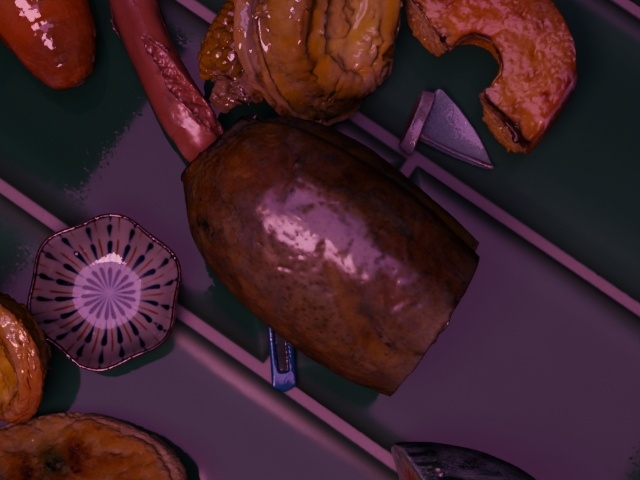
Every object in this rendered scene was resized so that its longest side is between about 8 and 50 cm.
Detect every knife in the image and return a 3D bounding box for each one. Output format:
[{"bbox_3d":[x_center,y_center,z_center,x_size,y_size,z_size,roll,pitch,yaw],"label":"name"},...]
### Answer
[{"bbox_3d":[-0.053,0.039,1.457,0.044,0.026,0.297,-3,80,-14],"label":"knife"}]

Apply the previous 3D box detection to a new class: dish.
[{"bbox_3d":[-0.259,0.065,1.425,0.190,0.066,0.191,1,81,-4],"label":"dish"}]

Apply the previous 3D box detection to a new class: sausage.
[{"bbox_3d":[-0.200,-0.225,1.472,0.078,0.078,0.304,-24,82,-6],"label":"sausage"}]

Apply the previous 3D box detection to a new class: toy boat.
[{"bbox_3d":[0.170,-0.134,1.497,0.122,0.034,0.096,23,80,-7],"label":"toy boat"}]

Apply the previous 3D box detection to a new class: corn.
[{"bbox_3d":[-0.049,-0.301,1.470,0.119,0.119,0.322,32,80,3],"label":"corn"}]

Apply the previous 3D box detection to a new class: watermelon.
[{"bbox_3d":[0.160,0.344,1.339,0.289,0.319,0.214,36,108,34],"label":"watermelon"}]

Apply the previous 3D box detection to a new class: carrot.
[{"bbox_3d":[-0.349,-0.294,1.457,0.159,0.159,0.225,-27,95,-6],"label":"carrot"}]

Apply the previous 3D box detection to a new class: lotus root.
[{"bbox_3d":[0.000,0.000,1.344,0.346,0.250,0.250,39,81,0],"label":"lotus root"}]

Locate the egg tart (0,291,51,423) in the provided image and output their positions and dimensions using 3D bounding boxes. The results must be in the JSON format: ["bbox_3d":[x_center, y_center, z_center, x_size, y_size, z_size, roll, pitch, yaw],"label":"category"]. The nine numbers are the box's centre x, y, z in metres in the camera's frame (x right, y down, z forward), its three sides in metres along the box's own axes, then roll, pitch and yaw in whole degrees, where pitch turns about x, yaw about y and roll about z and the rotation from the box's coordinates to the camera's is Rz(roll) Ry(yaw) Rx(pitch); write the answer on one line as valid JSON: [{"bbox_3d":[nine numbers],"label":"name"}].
[{"bbox_3d":[-0.380,0.128,1.377,0.074,0.191,0.191,-29,80,-46],"label":"egg tart"}]

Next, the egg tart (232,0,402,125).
[{"bbox_3d":[0.014,-0.267,1.398,0.095,0.279,0.279,18,76,45],"label":"egg tart"}]

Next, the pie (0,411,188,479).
[{"bbox_3d":[-0.303,0.312,1.310,0.337,0.075,0.338,-6,44,6],"label":"pie"}]

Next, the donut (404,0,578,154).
[{"bbox_3d":[0.232,-0.242,1.477,0.152,0.101,0.259,-34,82,-8],"label":"donut"}]
